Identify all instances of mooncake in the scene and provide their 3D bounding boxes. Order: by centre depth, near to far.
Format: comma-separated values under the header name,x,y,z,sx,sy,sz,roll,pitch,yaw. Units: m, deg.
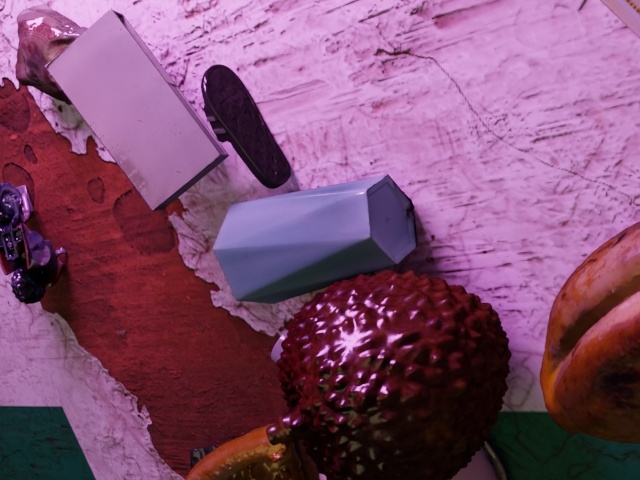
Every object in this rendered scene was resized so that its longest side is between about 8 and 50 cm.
name,x,y,z,sx,sy,sz,roll,pitch,yaw
mooncake,-0.396,-0.271,1.231,0.125,0.073,0.130,29,129,19

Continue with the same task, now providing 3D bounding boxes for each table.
name,x,y,z,sx,sy,sz,roll,pitch,yaw
table,-0.236,-0.172,1.122,0.122,0.111,0.240,-37,88,10

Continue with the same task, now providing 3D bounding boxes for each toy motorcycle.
name,x,y,z,sx,sy,sz,roll,pitch,yaw
toy motorcycle,-0.507,0.001,1.441,0.082,0.122,0.213,-14,92,16

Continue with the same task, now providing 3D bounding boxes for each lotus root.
name,x,y,z,sx,sy,sz,roll,pitch,yaw
lotus root,0.323,0.086,0.819,0.193,0.193,0.291,42,134,12

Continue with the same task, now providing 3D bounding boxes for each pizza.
name,x,y,z,sx,sy,sz,roll,pitch,yaw
pizza,-0.131,0.419,1.364,0.182,0.074,0.365,38,122,-11

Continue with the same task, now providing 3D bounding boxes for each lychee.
name,x,y,z,sx,sy,sz,roll,pitch,yaw
lychee,0.079,0.167,0.963,0.275,0.304,0.275,61,170,19

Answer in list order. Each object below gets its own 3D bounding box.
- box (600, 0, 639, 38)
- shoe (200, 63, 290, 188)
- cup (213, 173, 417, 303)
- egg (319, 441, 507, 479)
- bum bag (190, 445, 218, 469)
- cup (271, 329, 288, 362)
name,x,y,z,sx,sy,sz,roll,pitch,yaw
box,0.335,-0.250,0.707,0.260,0.062,0.175,47,132,6
shoe,-0.109,-0.142,1.091,0.049,0.071,0.179,-25,101,45
cup,0.000,0.000,1.048,0.236,0.148,0.134,-12,79,36
egg,0.092,0.346,1.125,0.286,0.174,0.264,26,122,28
bum bag,-0.185,0.433,1.460,0.087,0.049,0.197,6,118,9
cup,-0.008,0.188,1.192,0.116,0.074,0.104,34,153,22
